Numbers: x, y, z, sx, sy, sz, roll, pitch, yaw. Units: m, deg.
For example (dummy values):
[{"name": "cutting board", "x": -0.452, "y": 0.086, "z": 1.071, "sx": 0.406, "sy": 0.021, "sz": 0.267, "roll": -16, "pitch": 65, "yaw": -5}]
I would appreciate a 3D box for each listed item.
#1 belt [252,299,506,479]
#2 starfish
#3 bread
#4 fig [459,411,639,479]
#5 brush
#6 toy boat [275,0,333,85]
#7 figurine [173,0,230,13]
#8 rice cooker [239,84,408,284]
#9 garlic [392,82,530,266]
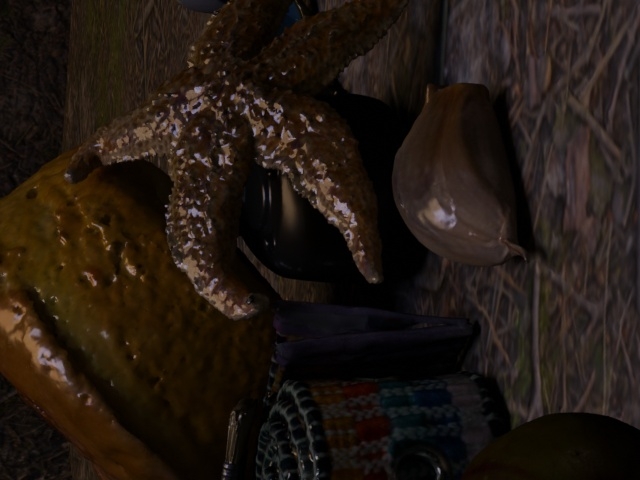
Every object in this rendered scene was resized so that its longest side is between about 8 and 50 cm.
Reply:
[{"name": "belt", "x": 0.019, "y": 0.204, "z": 1.221, "sx": 0.207, "sy": 0.161, "sz": 0.295, "roll": -112, "pitch": 25, "yaw": -58}, {"name": "starfish", "x": -0.036, "y": -0.096, "z": 1.264, "sx": 0.299, "sy": 0.060, "sz": 0.302, "roll": 16, "pitch": 72, "yaw": 39}, {"name": "bread", "x": -0.126, "y": 0.079, "z": 1.447, "sx": 0.358, "sy": 0.204, "sz": 0.337, "roll": 42, "pitch": 170, "yaw": 39}, {"name": "fig", "x": 0.118, "y": 0.157, "z": 0.957, "sx": 0.236, "sy": 0.124, "sz": 0.124, "roll": 95, "pitch": 172, "yaw": -77}, {"name": "brush", "x": -0.064, "y": 0.191, "z": 1.282, "sx": 0.043, "sy": 0.014, "sz": 0.169, "roll": -45, "pitch": -35, "yaw": -76}, {"name": "toy boat", "x": -0.029, "y": -0.166, "z": 1.588, "sx": 0.185, "sy": 0.075, "sz": 0.077, "roll": -100, "pitch": 13, "yaw": -52}, {"name": "figurine", "x": -0.063, "y": -0.318, "z": 1.654, "sx": 0.274, "sy": 0.133, "sz": 0.194, "roll": -55, "pitch": -16, "yaw": 21}, {"name": "rice cooker", "x": 0.001, "y": -0.041, "z": 1.379, "sx": 0.203, "sy": 0.118, "sz": 0.142, "roll": -142, "pitch": 51, "yaw": -69}, {"name": "garlic", "x": 0.081, "y": -0.031, "z": 1.156, "sx": 0.084, "sy": 0.066, "sz": 0.152, "roll": 114, "pitch": 155, "yaw": -55}]
